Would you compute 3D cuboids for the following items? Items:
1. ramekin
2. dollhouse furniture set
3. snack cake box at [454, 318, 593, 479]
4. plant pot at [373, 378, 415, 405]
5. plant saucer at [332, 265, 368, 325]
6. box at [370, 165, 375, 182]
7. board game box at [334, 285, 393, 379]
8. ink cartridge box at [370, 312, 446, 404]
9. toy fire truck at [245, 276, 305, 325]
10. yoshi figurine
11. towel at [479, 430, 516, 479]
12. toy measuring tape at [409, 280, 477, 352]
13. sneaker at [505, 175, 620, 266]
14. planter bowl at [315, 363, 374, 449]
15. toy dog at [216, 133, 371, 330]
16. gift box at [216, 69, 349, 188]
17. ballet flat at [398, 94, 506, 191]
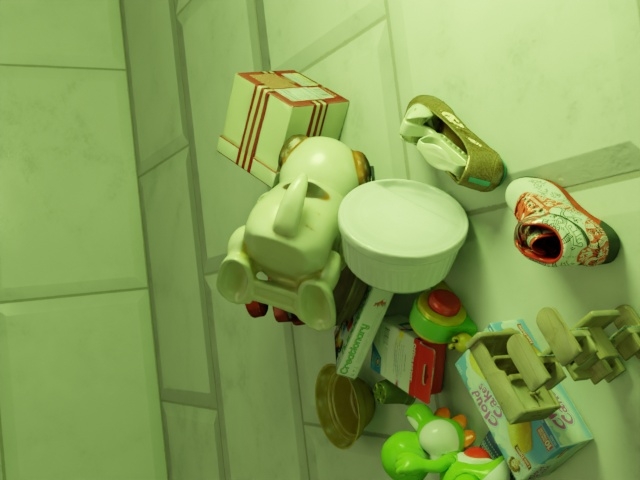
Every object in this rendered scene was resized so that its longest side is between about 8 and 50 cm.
[{"bbox_3d":[0.168,-0.004,1.674,0.273,0.273,0.127,53,150,43],"label":"ramekin"},{"bbox_3d":[0.384,0.173,1.333,0.242,0.212,0.161,-53,49,38],"label":"dollhouse furniture set"},{"bbox_3d":[0.378,0.301,1.509,0.264,0.089,0.152,65,143,33],"label":"snack cake box"},{"bbox_3d":[0.171,0.355,1.882,0.083,0.079,0.083,15,107,58],"label":"plant pot"},{"bbox_3d":[0.079,0.075,1.883,0.278,0.041,0.278,-161,90,-83],"label":"plant saucer"},{"bbox_3d":[0.086,-0.124,2.017,0.162,0.029,0.116,-4,91,61],"label":"box"},{"bbox_3d":[0.109,0.146,1.864,0.193,0.053,0.305,-93,23,-67],"label":"board game box"},{"bbox_3d":[0.210,0.265,1.803,0.231,0.078,0.134,26,115,57],"label":"ink cartridge box"},{"bbox_3d":[-0.104,0.086,2.197,0.254,0.169,0.302,21,-123,-74],"label":"toy fire truck"},{"bbox_3d":[0.245,0.493,1.617,0.362,0.203,0.203,-128,39,-53],"label":"yoshi figurine"},{"bbox_3d":[0.361,0.594,1.640,0.243,0.040,0.336,53,136,46],"label":"towel"},{"bbox_3d":[0.221,0.124,1.733,0.330,0.121,0.121,55,138,42],"label":"toy measuring tape"},{"bbox_3d":[0.381,-0.040,1.402,0.270,0.145,0.090,46,132,48],"label":"sneaker"},{"bbox_3d":[0.077,0.418,2.041,0.217,0.090,0.217,11,103,58],"label":"planter bowl"},{"bbox_3d":[-0.047,-0.070,1.824,0.395,0.285,0.408,84,-157,-44],"label":"toy dog"},{"bbox_3d":[-0.081,-0.279,2.078,0.255,0.276,0.258,39,124,35],"label":"gift box"},{"bbox_3d":[0.240,-0.208,1.645,0.342,0.124,0.116,55,138,42],"label":"ballet flat"}]
